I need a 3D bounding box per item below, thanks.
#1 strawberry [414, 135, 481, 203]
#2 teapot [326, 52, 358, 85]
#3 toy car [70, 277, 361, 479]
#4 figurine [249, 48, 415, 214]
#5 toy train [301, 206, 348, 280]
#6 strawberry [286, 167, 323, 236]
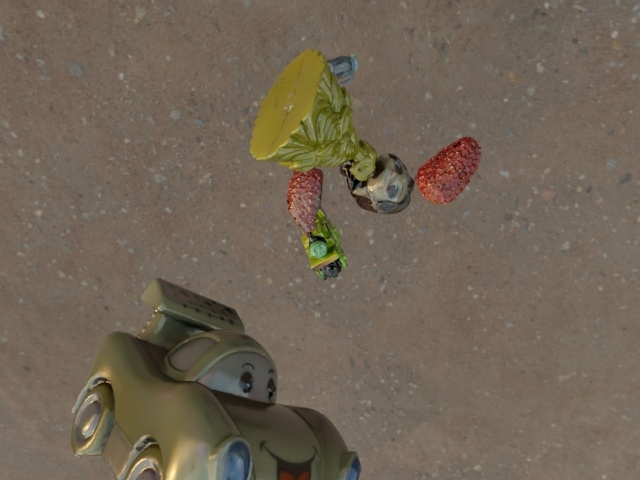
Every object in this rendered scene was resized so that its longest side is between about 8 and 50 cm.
[{"bbox_3d":[0.310,-0.176,1.012,0.121,0.082,0.188,37,95,11],"label":"strawberry"},{"bbox_3d":[0.049,-0.406,1.008,0.083,0.049,0.064,-25,109,-20],"label":"teapot"},{"bbox_3d":[-0.126,0.205,0.529,0.336,0.226,0.242,10,162,45],"label":"toy car"},{"bbox_3d":[0.055,-0.145,0.723,0.168,0.187,0.315,-32,135,32],"label":"figurine"},{"bbox_3d":[0.000,0.000,1.267,0.100,0.296,0.161,-30,115,8],"label":"toy train"},{"bbox_3d":[-0.047,-0.119,1.105,0.085,0.140,0.192,10,106,-16],"label":"strawberry"}]
